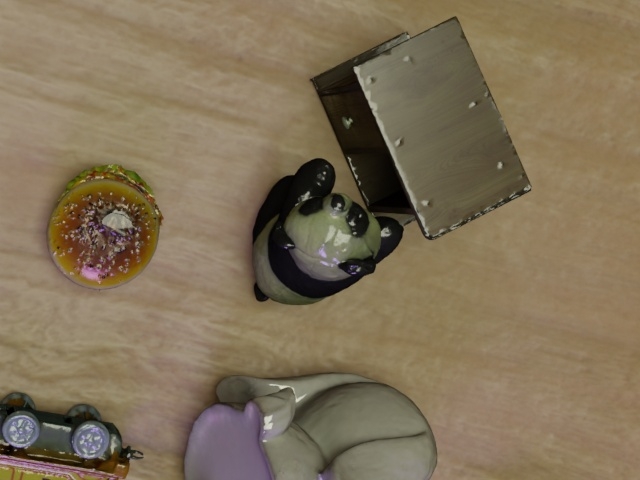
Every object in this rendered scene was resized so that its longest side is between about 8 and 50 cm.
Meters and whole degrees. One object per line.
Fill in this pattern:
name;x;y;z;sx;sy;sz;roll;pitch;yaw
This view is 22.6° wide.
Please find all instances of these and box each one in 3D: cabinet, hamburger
cabinet;0.108;-0.125;1.859;0.148;0.175;0.215;-26;99;-14
hamburger;-0.243;-0.014;1.806;0.126;0.081;0.141;37;82;-14

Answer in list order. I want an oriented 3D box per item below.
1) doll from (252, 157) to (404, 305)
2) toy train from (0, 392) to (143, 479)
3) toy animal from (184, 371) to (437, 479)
doll;0.001;0.001;1.811;0.143;0.234;0.135;37;67;-11
toy train;-0.310;0.246;1.794;0.219;0.089;0.127;12;98;-17
toy animal;0.013;0.245;1.821;0.265;0.271;0.206;-4;117;-32
